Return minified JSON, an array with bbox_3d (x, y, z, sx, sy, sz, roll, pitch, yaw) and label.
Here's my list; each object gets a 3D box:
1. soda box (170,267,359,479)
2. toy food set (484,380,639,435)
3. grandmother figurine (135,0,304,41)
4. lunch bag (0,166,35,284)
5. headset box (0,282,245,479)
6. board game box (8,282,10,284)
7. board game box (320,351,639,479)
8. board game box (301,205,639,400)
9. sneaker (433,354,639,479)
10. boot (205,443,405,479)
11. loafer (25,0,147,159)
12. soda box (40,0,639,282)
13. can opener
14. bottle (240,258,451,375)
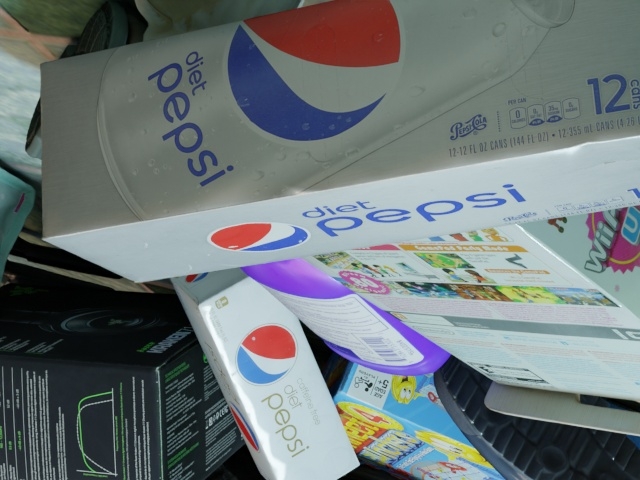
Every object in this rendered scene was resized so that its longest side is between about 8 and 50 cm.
[{"bbox_3d":[-0.044,0.109,1.389,0.069,0.074,0.216,38,154,58],"label":"soda box"},{"bbox_3d":[0.294,0.146,1.152,0.306,0.092,0.220,22,167,-38],"label":"toy food set"},{"bbox_3d":[-0.103,-0.178,0.728,0.208,0.104,0.342,45,-178,35],"label":"grandmother figurine"},{"bbox_3d":[-0.411,-0.049,1.410,0.223,0.160,0.262,11,166,35],"label":"lunch bag"},{"bbox_3d":[-0.221,0.130,1.485,0.283,0.131,0.246,3,-168,19],"label":"headset box"},{"bbox_3d":[-0.227,0.307,1.927,0.356,0.356,0.356,20,164,10],"label":"board game box"},{"bbox_3d":[0.146,0.182,1.530,0.302,0.086,0.308,23,164,-1],"label":"board game box"},{"bbox_3d":[0.101,-0.008,0.982,0.303,0.097,0.224,33,159,-37],"label":"board game box"},{"bbox_3d":[0.203,0.202,1.324,0.319,0.112,0.131,43,149,10],"label":"sneaker"},{"bbox_3d":[-0.065,0.282,1.521,0.348,0.131,0.260,18,-163,16],"label":"boot"},{"bbox_3d":[-0.123,-0.086,1.050,0.084,0.096,0.267,20,173,-16],"label":"loafer"},{"bbox_3d":[0.018,-0.052,0.766,0.286,0.091,0.098,-9,163,20],"label":"soda box"},{"bbox_3d":[-0.279,0.023,1.630,0.186,0.059,0.073,20,170,8],"label":"can opener"},{"bbox_3d":[0.000,0.000,1.139,0.118,0.092,0.283,13,161,36],"label":"bottle"}]
